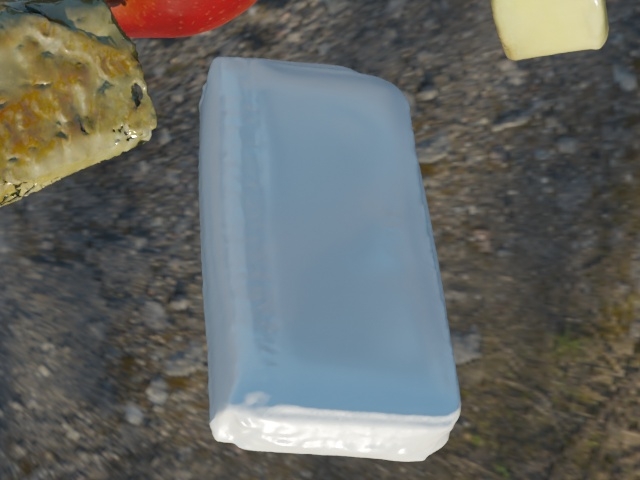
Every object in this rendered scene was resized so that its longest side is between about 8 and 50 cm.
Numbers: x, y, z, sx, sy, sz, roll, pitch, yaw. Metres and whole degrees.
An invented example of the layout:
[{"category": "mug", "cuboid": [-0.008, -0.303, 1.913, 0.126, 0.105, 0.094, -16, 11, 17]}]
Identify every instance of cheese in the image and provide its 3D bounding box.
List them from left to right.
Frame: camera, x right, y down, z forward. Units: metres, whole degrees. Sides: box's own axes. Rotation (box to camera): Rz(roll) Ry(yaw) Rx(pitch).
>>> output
[{"category": "cheese", "cuboid": [0.177, -0.387, 1.366, 0.104, 0.384, 0.383, -6, 93, 12]}]

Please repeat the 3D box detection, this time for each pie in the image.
[{"category": "pie", "cuboid": [-0.237, -0.060, 0.857, 0.283, 0.068, 0.128, -19, 93, -16]}]

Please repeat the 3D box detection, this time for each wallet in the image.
[{"category": "wallet", "cuboid": [0.000, 0.000, 0.608, 0.095, 0.033, 0.190, 8, 48, -14]}]

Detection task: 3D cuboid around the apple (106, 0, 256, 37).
[{"category": "apple", "cuboid": [-0.124, -0.243, 0.954, 0.260, 0.260, 0.216, 17, 52, -17]}]
